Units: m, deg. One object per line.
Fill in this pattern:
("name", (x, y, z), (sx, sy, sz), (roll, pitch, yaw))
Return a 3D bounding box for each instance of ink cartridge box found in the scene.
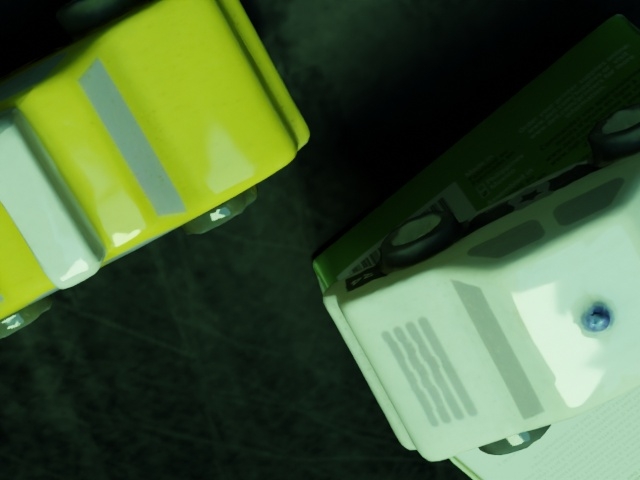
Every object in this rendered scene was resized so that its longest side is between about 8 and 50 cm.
("ink cartridge box", (0.149, 0.047, 0.736), (0.189, 0.097, 0.255), (-39, 131, 9))

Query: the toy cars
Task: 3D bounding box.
("toy cars", (0.000, 0.000, 0.569), (0.394, 0.087, 0.176), (12, 105, -6))
